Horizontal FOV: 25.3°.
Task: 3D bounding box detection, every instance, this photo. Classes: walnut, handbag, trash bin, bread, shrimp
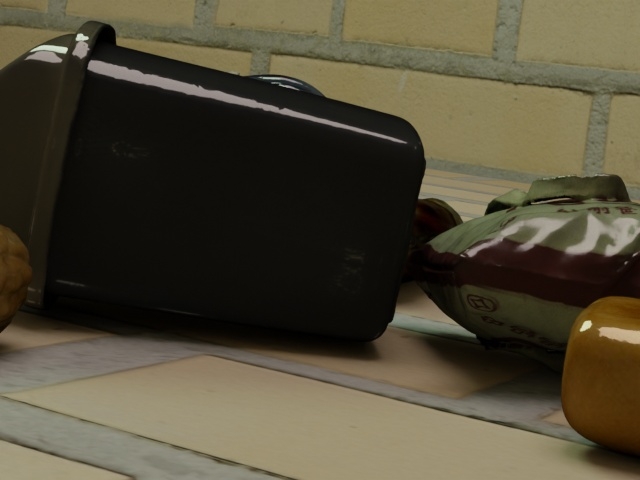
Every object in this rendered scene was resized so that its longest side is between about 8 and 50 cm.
[{"bbox_3d":[-0.198,0.020,0.747,0.079,0.082,0.096,-22,-7,28],"label":"walnut"},{"bbox_3d":[0.168,0.021,0.896,0.213,0.127,0.235,4,5,-6],"label":"handbag"},{"bbox_3d":[-0.090,-0.035,0.914,0.290,0.182,0.209,11,5,-6],"label":"trash bin"},{"bbox_3d":[0.234,0.081,0.670,0.239,0.074,0.092,10,12,21],"label":"bread"},{"bbox_3d":[0.000,0.000,1.214,0.233,0.071,0.365,-1,5,15],"label":"shrimp"}]

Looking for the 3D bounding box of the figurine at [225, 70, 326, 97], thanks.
[{"bbox_3d":[-0.107,-0.122,1.688,0.265,0.175,0.197,13,0,-15],"label":"figurine"}]
